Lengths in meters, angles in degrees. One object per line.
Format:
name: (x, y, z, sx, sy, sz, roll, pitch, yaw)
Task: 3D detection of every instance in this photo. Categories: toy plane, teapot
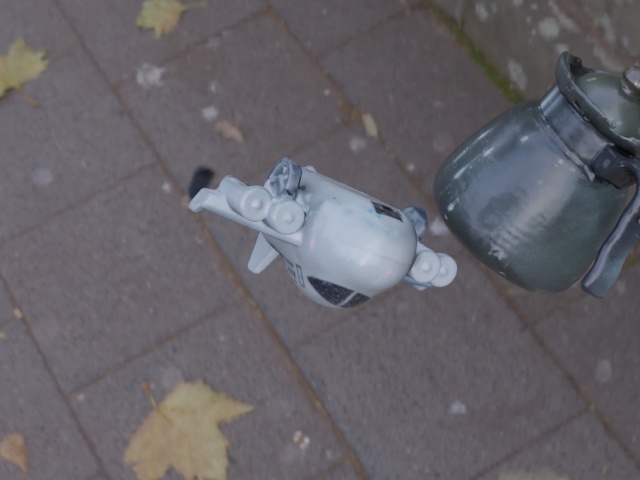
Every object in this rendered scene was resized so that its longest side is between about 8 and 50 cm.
toy plane: (0.002, -0.005, 1.285, 0.267, 0.267, 0.122, 19, 91, 18)
teapot: (0.289, -0.087, 1.597, 0.223, 0.285, 0.305, 38, 26, -1)
